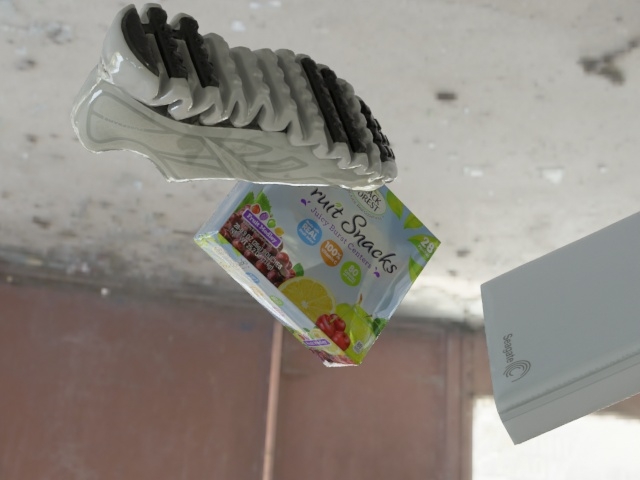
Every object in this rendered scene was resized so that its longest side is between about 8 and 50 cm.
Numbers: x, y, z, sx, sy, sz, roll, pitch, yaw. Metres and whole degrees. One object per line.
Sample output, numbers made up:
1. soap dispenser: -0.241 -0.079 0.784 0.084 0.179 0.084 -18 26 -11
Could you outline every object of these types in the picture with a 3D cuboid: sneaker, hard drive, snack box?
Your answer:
1. sneaker: -0.063 -0.092 1.015 0.292 0.110 0.118 17 131 -37
2. hard drive: 0.305 0.026 1.055 0.353 0.233 0.047 -27 109 14
3. snack box: 0.000 0.000 1.318 0.207 0.174 0.070 46 154 -18
